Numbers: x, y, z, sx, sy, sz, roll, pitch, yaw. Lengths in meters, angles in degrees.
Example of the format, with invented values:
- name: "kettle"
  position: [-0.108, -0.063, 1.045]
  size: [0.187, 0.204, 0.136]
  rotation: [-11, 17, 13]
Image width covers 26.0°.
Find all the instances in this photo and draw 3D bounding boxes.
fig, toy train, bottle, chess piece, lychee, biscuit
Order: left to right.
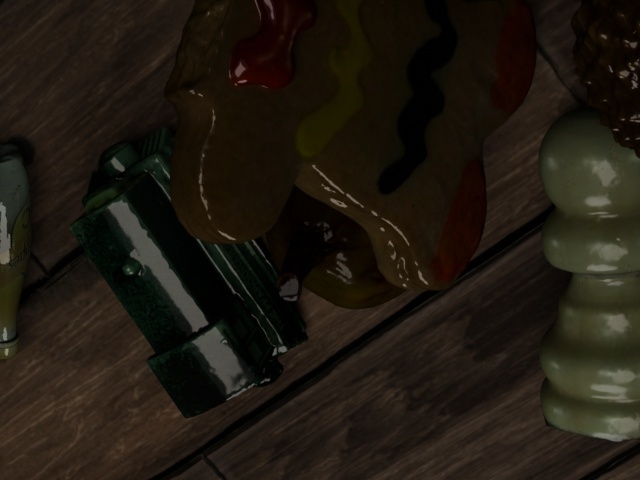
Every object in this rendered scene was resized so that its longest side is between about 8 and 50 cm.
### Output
- name: "bottle"
  position: [-0.384, 0.017, 1.657]
  size: [0.083, 0.083, 0.269]
  rotation: [8, 116, 11]
- name: "toy train"
  position: [-0.152, 0.042, 1.553]
  size: [0.138, 0.178, 0.330]
  rotation: [-29, 103, 23]
- name: "fig"
  position: [0.033, -0.008, 1.439]
  size: [0.191, 0.290, 0.190]
  rotation: [0, 95, -2]
- name: "biscuit"
  position: [0.041, -0.133, 1.291]
  size: [0.076, 0.394, 0.368]
  rotation: [6, 74, 50]
- name: "chess piece"
  position: [0.303, 0.023, 1.439]
  size: [0.182, 0.182, 0.330]
  rotation: [-4, 105, 16]
- name: "lychee"
  position: [0.366, -0.173, 1.278]
  size: [0.268, 0.267, 0.267]
  rotation: [5, 112, 13]
